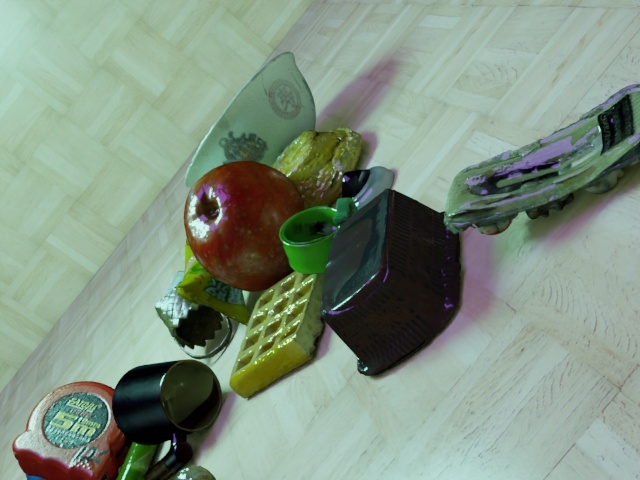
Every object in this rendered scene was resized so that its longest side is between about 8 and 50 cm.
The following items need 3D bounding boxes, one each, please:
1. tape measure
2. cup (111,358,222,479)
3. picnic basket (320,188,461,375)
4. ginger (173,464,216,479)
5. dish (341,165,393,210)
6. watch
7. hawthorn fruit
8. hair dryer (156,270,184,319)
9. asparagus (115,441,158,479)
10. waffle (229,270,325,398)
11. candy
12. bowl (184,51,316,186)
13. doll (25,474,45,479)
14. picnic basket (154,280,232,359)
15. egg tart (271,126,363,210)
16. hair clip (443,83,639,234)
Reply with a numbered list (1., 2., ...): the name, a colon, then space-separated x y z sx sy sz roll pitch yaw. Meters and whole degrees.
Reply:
1. tape measure: -0.533 0.441 2.008 0.114 0.253 0.260 90 -160 -45
2. cup: -0.291 0.354 1.793 0.166 0.239 0.177 -13 -6 -43
3. picnic basket: 0.102 0.048 1.402 0.222 0.129 0.296 -38 24 31
4. ginger: -0.251 0.476 1.518 0.204 0.080 0.104 -54 25 -11
5. dish: 0.073 -0.109 1.819 0.141 0.078 0.141 -45 20 22
6. watch: 0.000 0.000 1.639 0.152 0.131 0.165 -6 35 16
7. hawthorn fruit: -0.152 -0.034 1.893 0.284 0.284 0.284 -44 21 22
8. hair dryer: -0.365 0.129 2.449 0.183 0.044 0.154 -28 33 44
9. asparagus: -0.379 0.461 1.865 0.067 0.060 0.277 -51 16 37
10. waffle: -0.069 0.158 1.703 0.221 0.055 0.247 -35 26 39
11. candy: -0.229 0.090 2.004 0.081 0.187 0.297 -62 13 19
12. bowl: -0.132 -0.245 2.266 0.434 0.196 0.435 -50 -3 -4
13. doll: -0.627 0.579 2.117 0.256 0.161 0.215 -65 31 11
14. picnic basket: -0.272 0.192 2.010 0.178 0.138 0.128 37 81 33
15. egg tart: -0.030 -0.158 2.069 0.294 0.123 0.294 -46 20 22
16. hair clip: 0.320 -0.089 1.222 0.321 0.091 0.138 -25 32 34
